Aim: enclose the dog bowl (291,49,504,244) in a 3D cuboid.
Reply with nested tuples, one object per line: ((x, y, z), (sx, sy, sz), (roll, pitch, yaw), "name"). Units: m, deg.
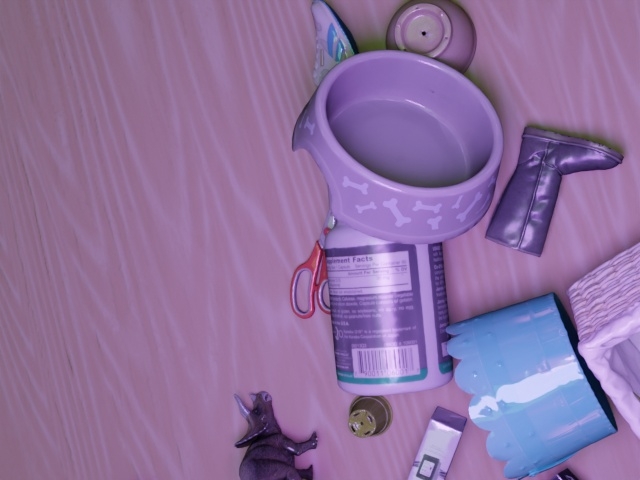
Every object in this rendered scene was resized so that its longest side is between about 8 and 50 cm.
((0.132, -0.164, 1.382), (0.348, 0.349, 0.102), (36, 144, 12), "dog bowl")

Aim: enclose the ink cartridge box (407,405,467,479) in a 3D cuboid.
((0.196, 0.394, 1.523), (0.060, 0.104, 0.180), (21, 98, 13), "ink cartridge box")

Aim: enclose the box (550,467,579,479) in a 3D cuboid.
((0.395, 0.554, 1.446), (0.216, 0.060, 0.270), (46, 112, 27), "box")

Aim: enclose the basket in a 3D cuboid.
((0.589, 0.145, 1.278), (0.331, 0.266, 0.328), (-36, 101, 18), "basket")

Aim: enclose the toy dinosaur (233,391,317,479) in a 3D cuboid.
((-0.084, 0.414, 1.552), (0.160, 0.314, 0.121), (5, 121, -7), "toy dinosaur")

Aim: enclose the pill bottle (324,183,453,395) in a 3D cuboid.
((0.113, 0.070, 1.484), (0.204, 0.204, 0.361), (-5, 90, 16), "pill bottle")

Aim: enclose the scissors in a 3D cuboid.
((0.000, 0.000, 1.607), (0.109, 0.021, 0.297), (4, 94, 17), "scissors")

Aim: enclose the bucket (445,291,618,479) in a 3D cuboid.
((0.342, 0.228, 1.395), (0.183, 0.281, 0.281), (-25, 85, 17), "bucket")

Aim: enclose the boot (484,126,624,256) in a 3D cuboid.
((0.394, -0.073, 1.469), (0.189, 0.076, 0.209), (17, 89, 29), "boot")

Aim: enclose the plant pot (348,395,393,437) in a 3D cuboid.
((0.083, 0.322, 1.565), (0.083, 0.079, 0.083), (0, 91, 15), "plant pot")

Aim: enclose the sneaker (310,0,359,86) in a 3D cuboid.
((0.024, -0.325, 1.558), (0.092, 0.087, 0.229), (-24, 84, 17), "sneaker")

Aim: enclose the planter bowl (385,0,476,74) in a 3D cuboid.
((0.185, -0.352, 1.500), (0.162, 0.109, 0.162), (0, 91, 15), "planter bowl")
